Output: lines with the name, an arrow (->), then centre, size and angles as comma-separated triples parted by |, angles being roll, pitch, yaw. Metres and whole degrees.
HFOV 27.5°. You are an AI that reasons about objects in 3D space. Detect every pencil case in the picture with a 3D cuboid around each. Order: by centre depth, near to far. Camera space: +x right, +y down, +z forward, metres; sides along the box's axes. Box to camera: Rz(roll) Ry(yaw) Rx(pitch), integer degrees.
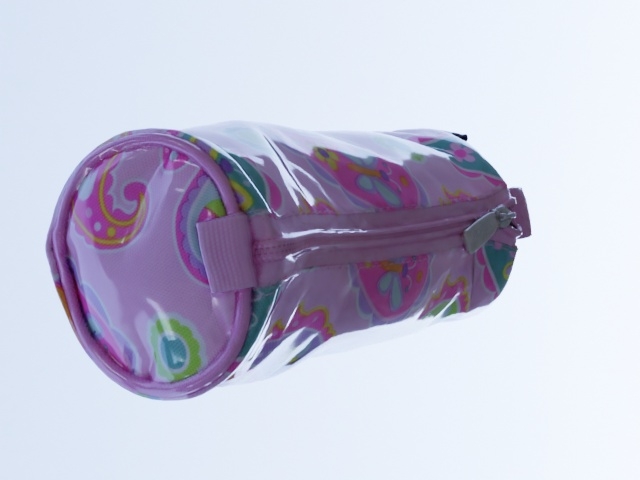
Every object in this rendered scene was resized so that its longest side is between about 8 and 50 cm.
pencil case -> 0.000, 0.000, 0.650 | 0.284, 0.124, 0.124 | -6, -77, -57
